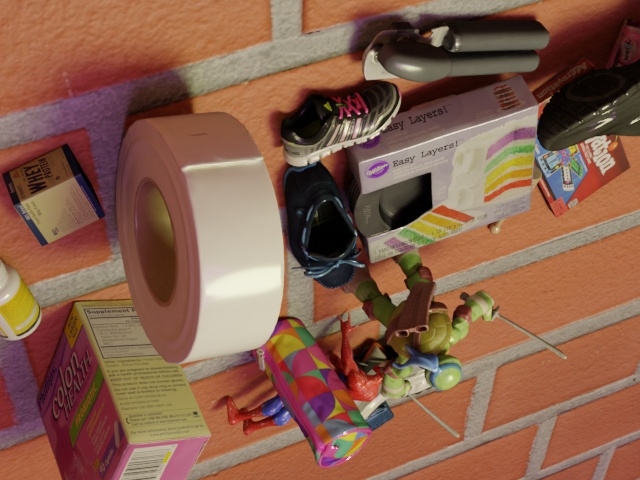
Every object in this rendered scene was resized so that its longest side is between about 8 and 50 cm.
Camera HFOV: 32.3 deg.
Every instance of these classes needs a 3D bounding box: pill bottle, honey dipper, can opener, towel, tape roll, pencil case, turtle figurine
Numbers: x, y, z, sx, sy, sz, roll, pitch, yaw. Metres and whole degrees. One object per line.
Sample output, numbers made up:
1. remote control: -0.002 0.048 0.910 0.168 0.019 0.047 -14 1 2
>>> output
1. pill bottle: -0.394 0.068 1.361 0.065 0.065 0.116 -25 143 -8
2. honey dipper: 0.296 -0.058 1.695 0.031 0.030 0.160 -13 152 -22
3. can opener: 0.175 -0.230 1.391 0.280 0.093 0.074 -11 140 -32
4. towel: 0.077 0.336 2.013 0.119 0.029 0.067 -32 144 1
5. tape roll: -0.145 -0.005 1.266 0.100 0.286 0.286 -8 138 -26
6. pencil case: -0.020 0.226 1.665 0.104 0.236 0.104 -27 148 -18
7. turtle figurine: 0.159 0.138 1.646 0.275 0.266 0.197 7 130 -38

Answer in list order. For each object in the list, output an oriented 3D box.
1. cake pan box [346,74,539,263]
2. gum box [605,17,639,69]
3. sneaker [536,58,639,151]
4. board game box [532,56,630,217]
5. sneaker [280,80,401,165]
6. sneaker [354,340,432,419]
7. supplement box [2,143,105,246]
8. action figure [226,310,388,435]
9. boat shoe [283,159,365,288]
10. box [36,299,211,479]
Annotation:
1. cake pan box: 0.163 -0.093 1.524 0.267 0.070 0.245 -17 144 -6
2. gum box: 0.491 -0.249 1.576 0.188 0.062 0.107 0 117 -34
3. sneaker: 0.430 -0.181 1.477 0.286 0.109 0.130 -26 120 4
4. board game box: 0.377 -0.148 1.666 0.145 0.027 0.281 -36 142 5
5. sneaker: 0.022 -0.157 1.385 0.170 0.063 0.075 -27 149 3
6. sneaker: 0.073 0.233 1.857 0.272 0.100 0.108 -30 119 5
7. supplement box: -0.310 -0.052 1.288 0.083 0.056 0.083 -27 143 -6
8. action figure: -0.012 0.213 1.780 0.280 0.139 0.091 -15 149 17
9. boat shoe: 0.000 0.000 1.528 0.109 0.089 0.258 -29 143 -2
10. box: -0.274 0.239 1.490 0.117 0.243 0.213 1 134 -34
